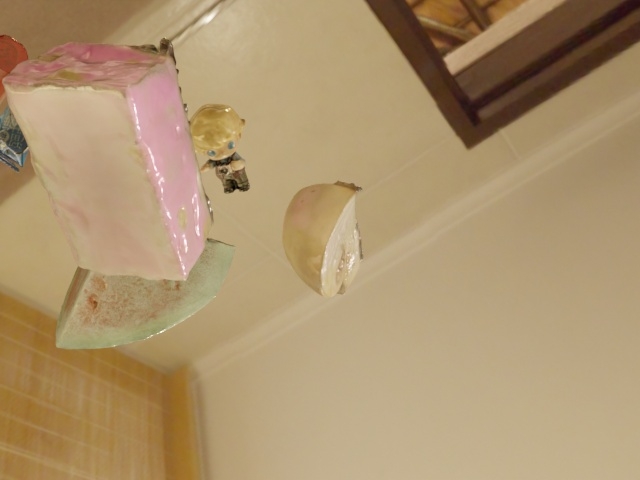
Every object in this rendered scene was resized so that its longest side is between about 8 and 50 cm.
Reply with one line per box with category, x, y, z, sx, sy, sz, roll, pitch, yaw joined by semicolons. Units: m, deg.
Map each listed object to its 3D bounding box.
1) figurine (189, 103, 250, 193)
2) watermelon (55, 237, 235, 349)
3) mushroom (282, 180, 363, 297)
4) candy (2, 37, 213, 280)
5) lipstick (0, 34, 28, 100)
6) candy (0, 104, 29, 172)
figurine;-0.206;-0.183;1.418;0.114;0.196;0.108;-2;-147;18
watermelon;-0.328;0.040;1.084;0.320;0.213;0.289;26;-124;24
mushroom;-0.021;0.013;1.353;0.162;0.236;0.173;19;-129;25
candy;-0.224;-0.084;0.771;0.156;0.265;0.116;4;-139;12
lipstick;-0.595;-0.301;1.259;0.280;0.073;0.073;-9;-126;57
candy;-0.515;-0.195;1.186;0.136;0.088;0.038;-54;-179;-5
